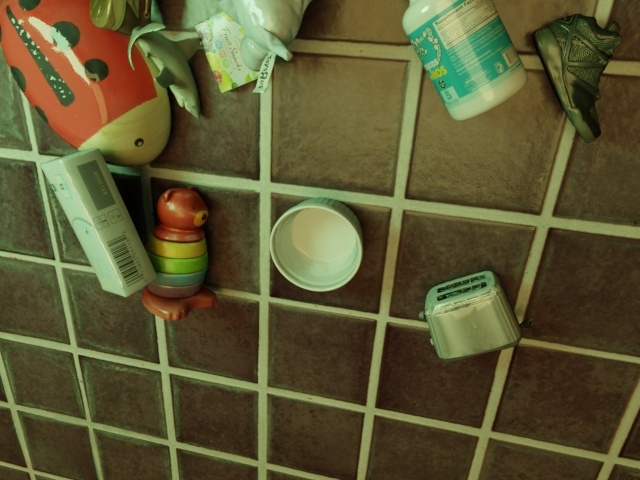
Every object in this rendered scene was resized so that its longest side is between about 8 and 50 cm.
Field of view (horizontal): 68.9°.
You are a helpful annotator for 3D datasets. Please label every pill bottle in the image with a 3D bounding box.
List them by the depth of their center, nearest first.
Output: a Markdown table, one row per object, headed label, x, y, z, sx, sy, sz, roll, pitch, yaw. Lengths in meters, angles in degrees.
| label | x | y | z | sx | sy | sz | roll | pitch | yaw |
| --- | --- | --- | --- | --- | --- | --- | --- | --- | --- |
| pill bottle | 0.241 | -0.357 | 0.821 | 0.146 | 0.146 | 0.264 | -28 | 104 | 23 |

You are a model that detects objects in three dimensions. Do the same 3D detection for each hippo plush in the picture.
| label | x | y | z | sx | sy | sz | roll | pitch | yaw |
| --- | --- | --- | --- | --- | --- | --- | --- | --- | --- |
| hippo plush | -0.148 | -0.424 | 0.800 | 0.236 | 0.294 | 0.234 | 29 | 155 | -21 |

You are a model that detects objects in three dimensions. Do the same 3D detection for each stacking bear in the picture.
| label | x | y | z | sx | sy | sz | roll | pitch | yaw |
| --- | --- | --- | --- | --- | --- | --- | --- | --- | --- |
| stacking bear | -0.340 | 0.016 | 1.123 | 0.164 | 0.175 | 0.289 | 18 | 108 | 24 |

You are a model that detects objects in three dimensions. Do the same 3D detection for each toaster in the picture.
| label | x | y | z | sx | sy | sz | roll | pitch | yaw |
| --- | --- | --- | --- | --- | --- | --- | --- | --- | --- |
| toaster | 0.340 | 0.166 | 1.039 | 0.226 | 0.129 | 0.147 | -20 | 105 | 22 |

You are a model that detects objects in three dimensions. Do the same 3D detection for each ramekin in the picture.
| label | x | y | z | sx | sy | sz | roll | pitch | yaw |
| --- | --- | --- | --- | --- | --- | --- | --- | --- | --- |
| ramekin | 0.000 | 0.000 | 1.056 | 0.207 | 0.109 | 0.207 | 5 | 115 | 12 |

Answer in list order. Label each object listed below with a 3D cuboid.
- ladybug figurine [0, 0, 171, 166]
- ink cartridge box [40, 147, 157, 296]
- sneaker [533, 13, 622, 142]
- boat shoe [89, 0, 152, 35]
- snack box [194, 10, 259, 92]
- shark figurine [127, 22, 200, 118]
| label | x | y | z | sx | sy | sz | roll | pitch | yaw |
| --- | --- | --- | --- | --- | --- | --- | --- | --- | --- |
| ladybug figurine | -0.514 | -0.354 | 0.992 | 0.305 | 0.162 | 0.449 | -29 | 104 | 23 |
| ink cartridge box | -0.560 | -0.040 | 1.091 | 0.384 | 0.091 | 0.308 | 2 | 118 | 44 |
| sneaker | 0.480 | -0.292 | 0.825 | 0.130 | 0.087 | 0.228 | -21 | 102 | 28 |
| boat shoe | -0.352 | -0.569 | 0.895 | 0.123 | 0.123 | 0.342 | 15 | 100 | 41 |
| snack box | -0.185 | -0.393 | 0.966 | 0.100 | 0.037 | 0.141 | -16 | 109 | 18 |
| shark figurine | -0.295 | -0.378 | 0.920 | 0.116 | 0.278 | 0.166 | -24 | 79 | 2 |
